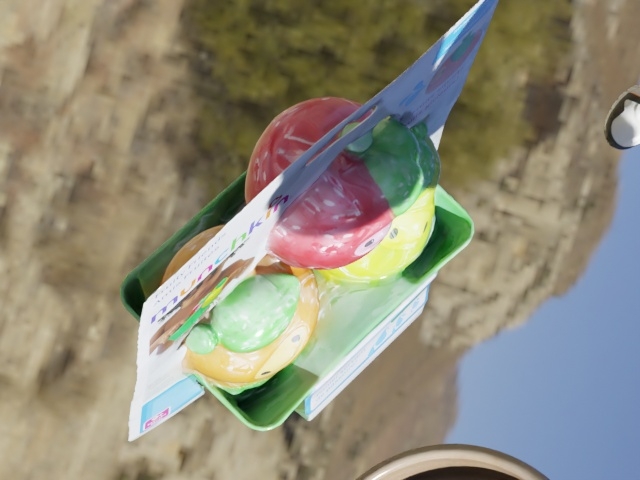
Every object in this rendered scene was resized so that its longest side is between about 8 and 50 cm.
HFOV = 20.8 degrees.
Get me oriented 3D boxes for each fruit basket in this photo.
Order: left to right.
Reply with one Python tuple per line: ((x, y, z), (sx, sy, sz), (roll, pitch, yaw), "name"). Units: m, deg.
((0.000, 0.000, 1.200), (0.327, 0.165, 0.353), (-43, 175, -20), "fruit basket")

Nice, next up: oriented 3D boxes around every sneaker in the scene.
((0.257, -0.105, 1.290), (0.109, 0.040, 0.044), (-37, -170, 8), "sneaker")

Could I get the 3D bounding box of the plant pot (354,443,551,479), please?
((0.136, 0.343, 1.558), (0.229, 0.263, 0.263), (58, 44, -57), "plant pot")
